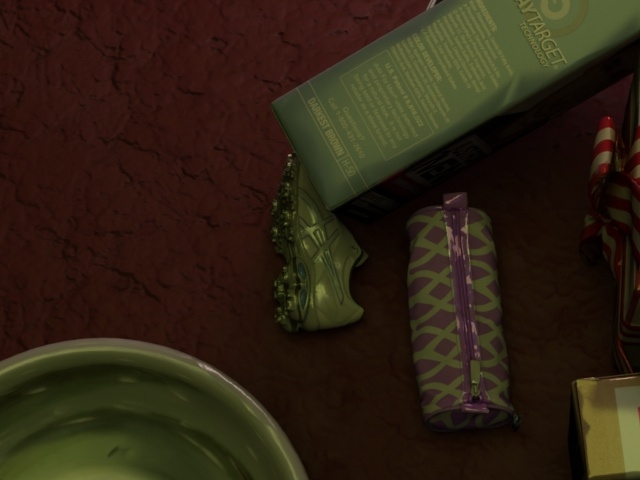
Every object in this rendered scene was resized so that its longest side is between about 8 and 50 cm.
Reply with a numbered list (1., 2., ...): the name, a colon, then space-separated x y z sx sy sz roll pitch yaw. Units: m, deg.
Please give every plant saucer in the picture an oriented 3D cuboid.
1. plant saucer: -0.191 0.286 1.584 0.400 0.100 0.400 -2 70 5

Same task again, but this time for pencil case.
1. pencil case: 0.120 0.069 1.633 0.086 0.088 0.206 -7 69 2

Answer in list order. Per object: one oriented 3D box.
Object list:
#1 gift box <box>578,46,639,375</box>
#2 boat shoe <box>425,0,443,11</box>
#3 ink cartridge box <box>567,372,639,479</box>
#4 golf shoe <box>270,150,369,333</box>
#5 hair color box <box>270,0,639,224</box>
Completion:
1. gift box: 0.349 -0.007 1.547 0.258 0.255 0.276 4 66 6
2. boat shoe: 0.208 -0.277 1.738 0.306 0.105 0.113 -40 71 -8
3. ink cartridge box: 0.324 0.167 1.518 0.235 0.193 0.088 -6 69 5
4. golf shoe: 0.000 0.000 1.696 0.086 0.069 0.176 2 72 -14
5. hair color box: 0.159 -0.156 1.610 0.374 0.185 0.113 -30 82 9
